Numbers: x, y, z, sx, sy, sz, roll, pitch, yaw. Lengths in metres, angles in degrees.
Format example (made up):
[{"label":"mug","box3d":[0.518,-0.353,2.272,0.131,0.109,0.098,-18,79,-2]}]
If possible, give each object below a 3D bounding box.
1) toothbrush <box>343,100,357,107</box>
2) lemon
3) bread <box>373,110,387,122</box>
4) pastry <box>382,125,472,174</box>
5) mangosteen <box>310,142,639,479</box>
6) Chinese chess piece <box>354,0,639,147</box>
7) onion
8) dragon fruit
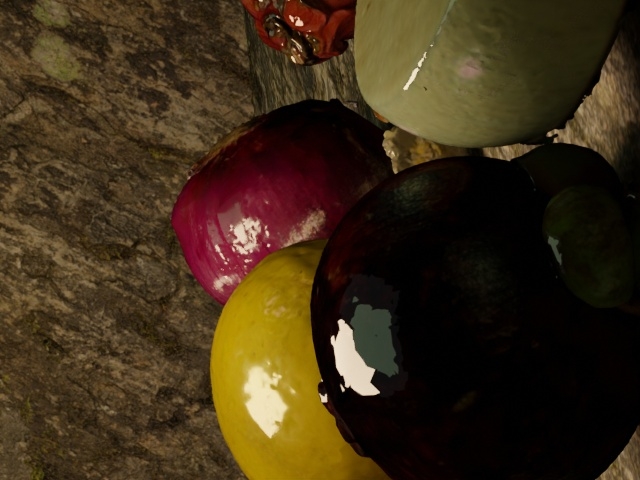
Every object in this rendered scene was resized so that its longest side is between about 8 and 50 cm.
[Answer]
[{"label":"toothbrush","box3d":[0.047,-0.215,2.617,0.097,0.006,0.008,-146,46,-78]},{"label":"lemon","box3d":[0.030,0.164,1.953,0.348,0.348,0.348,174,90,-81]},{"label":"bread","box3d":[0.099,-0.199,2.091,0.070,0.076,0.083,93,168,-60]},{"label":"pastry","box3d":[0.133,-0.019,1.864,0.089,0.121,0.258,104,160,-51]},{"label":"mangosteen","box3d":[0.165,0.063,1.389,0.306,0.359,0.306,55,-165,-23]},{"label":"Chinese chess piece","box3d":[0.143,-0.247,1.337,0.349,0.146,0.349,-168,90,-75]},{"label":"onion","box3d":[0.000,0.000,2.273,0.385,0.348,0.348,51,174,-7]},{"label":"dragon fruit","box3d":[-0.016,-0.394,2.225,0.315,0.250,0.250,61,162,22]}]
